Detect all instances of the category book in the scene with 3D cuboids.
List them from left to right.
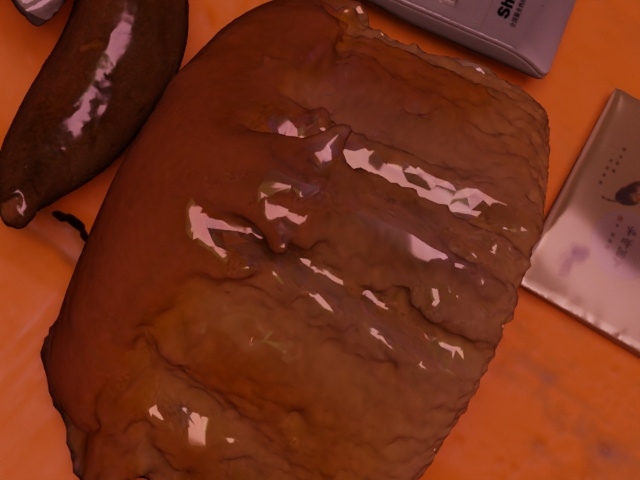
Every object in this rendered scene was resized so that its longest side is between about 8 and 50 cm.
[{"bbox_3d":[0.148,-0.008,0.591,0.077,0.014,0.111,30,76,-1],"label":"book"}]

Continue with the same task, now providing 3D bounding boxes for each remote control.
[{"bbox_3d":[0.041,-0.130,0.594,0.162,0.029,0.061,24,63,1],"label":"remote control"}]

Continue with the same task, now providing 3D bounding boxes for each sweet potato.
[{"bbox_3d":[-0.089,-0.115,0.561,0.069,0.059,0.249,7,73,3],"label":"sweet potato"}]

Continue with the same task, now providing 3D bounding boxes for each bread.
[{"bbox_3d":[-0.001,0.004,0.507,0.174,0.133,0.251,28,75,-4],"label":"bread"}]

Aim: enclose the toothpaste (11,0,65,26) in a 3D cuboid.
[{"bbox_3d":[-0.180,-0.187,0.554,0.233,0.038,0.060,43,82,13],"label":"toothpaste"}]
